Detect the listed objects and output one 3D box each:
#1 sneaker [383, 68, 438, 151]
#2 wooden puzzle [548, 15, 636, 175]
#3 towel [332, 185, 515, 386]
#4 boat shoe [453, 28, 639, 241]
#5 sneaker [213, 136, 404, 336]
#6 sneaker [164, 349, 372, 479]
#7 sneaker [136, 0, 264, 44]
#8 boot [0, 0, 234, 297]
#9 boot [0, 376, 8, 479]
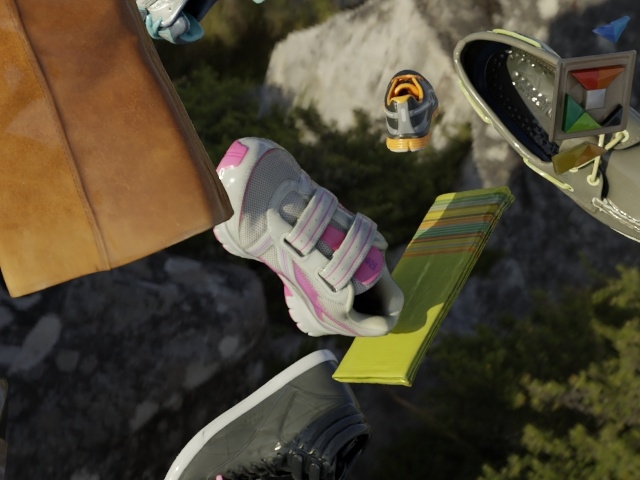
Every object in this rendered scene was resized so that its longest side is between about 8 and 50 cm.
[{"bbox_3d":[0.131,-0.210,1.949,0.084,0.083,0.215,-7,30,5],"label":"sneaker"},{"bbox_3d":[0.209,-0.108,1.008,0.078,0.116,0.014,-17,33,-16],"label":"wooden puzzle"},{"bbox_3d":[0.102,0.043,1.277,0.021,0.102,0.237,47,59,-26],"label":"towel"},{"bbox_3d":[0.241,-0.092,1.211,0.305,0.109,0.091,44,21,28],"label":"boat shoe"},{"bbox_3d":[0.000,0.000,1.168,0.111,0.252,0.103,9,61,40],"label":"sneaker"},{"bbox_3d":[-0.063,0.281,1.674,0.295,0.104,0.147,-38,60,-3],"label":"sneaker"},{"bbox_3d":[-0.179,-0.249,1.328,0.110,0.283,0.122,-19,91,-75],"label":"sneaker"},{"bbox_3d":[-0.213,-0.102,0.761,0.264,0.281,0.096,-15,21,5],"label":"boot"},{"bbox_3d":[-0.345,0.192,1.205,0.115,0.112,0.305,4,10,-12],"label":"boot"}]
